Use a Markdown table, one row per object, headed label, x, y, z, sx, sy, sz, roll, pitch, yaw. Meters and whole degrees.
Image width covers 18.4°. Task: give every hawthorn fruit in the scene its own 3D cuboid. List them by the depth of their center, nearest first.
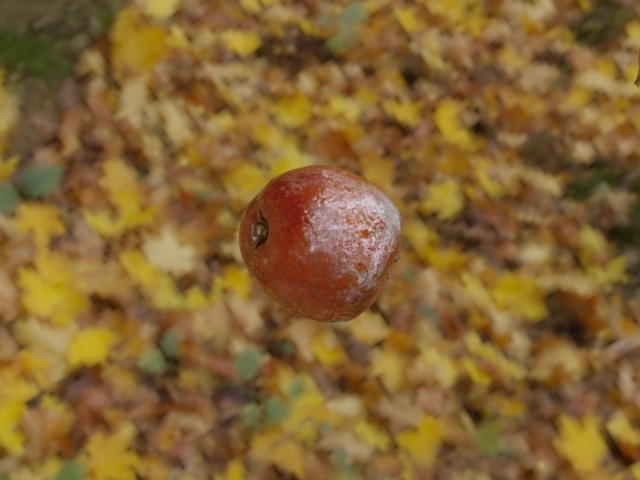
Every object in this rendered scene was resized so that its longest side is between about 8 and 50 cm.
| label | x | y | z | sx | sy | sz | roll | pitch | yaw |
| --- | --- | --- | --- | --- | --- | --- | --- | --- | --- |
| hawthorn fruit | 0.000 | 0.000 | 2.098 | 0.173 | 0.173 | 0.173 | 49 | 20 | -25 |

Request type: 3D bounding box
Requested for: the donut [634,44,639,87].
| label | x | y | z | sx | sy | sz | roll | pitch | yaw |
| --- | --- | --- | --- | --- | --- | --- | --- | --- | --- |
| donut | 0.386 | -0.182 | 1.850 | 0.146 | 0.181 | 0.078 | 146 | -57 | -83 |
